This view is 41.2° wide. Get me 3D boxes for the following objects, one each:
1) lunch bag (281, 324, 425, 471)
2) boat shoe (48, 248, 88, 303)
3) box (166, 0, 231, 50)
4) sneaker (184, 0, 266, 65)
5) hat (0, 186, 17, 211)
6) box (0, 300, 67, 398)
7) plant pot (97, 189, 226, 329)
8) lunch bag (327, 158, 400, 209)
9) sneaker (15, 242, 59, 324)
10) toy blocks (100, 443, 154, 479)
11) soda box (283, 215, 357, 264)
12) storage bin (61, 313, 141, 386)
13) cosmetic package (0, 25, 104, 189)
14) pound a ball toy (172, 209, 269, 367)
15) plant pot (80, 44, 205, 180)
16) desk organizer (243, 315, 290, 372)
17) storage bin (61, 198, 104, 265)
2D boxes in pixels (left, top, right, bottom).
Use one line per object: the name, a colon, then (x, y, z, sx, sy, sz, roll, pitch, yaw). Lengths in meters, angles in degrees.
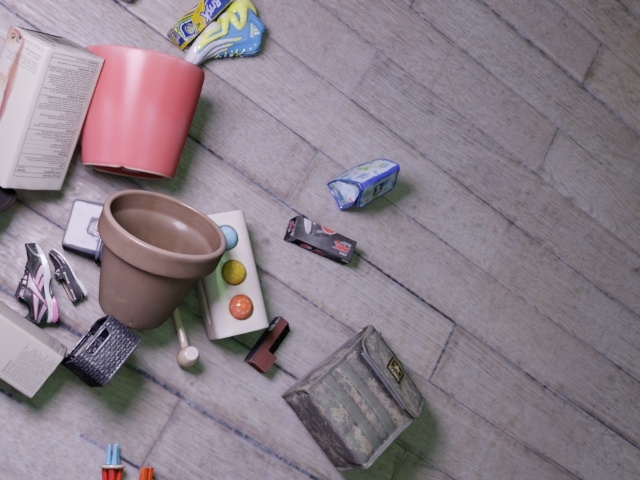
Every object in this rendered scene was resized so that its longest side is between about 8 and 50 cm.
lunch bag: (0.100, 0.359, 1.991, 0.287, 0.169, 0.235, -38, 94, -33)
boat shoe: (-0.545, 0.076, 1.812, 0.038, 0.046, 0.125, -37, 105, -30)
box: (-0.287, -0.531, 2.024, 0.054, 0.059, 0.169, 44, 67, -14)
sneaker: (-0.213, -0.472, 2.031, 0.126, 0.091, 0.240, 44, 66, -12)
hat: (-0.772, -0.093, 1.651, 0.331, 0.331, 0.134, 27, 108, -18)
box: (-0.652, 0.187, 1.700, 0.275, 0.094, 0.113, 40, 89, -13)
plant pot: (-0.357, 0.054, 1.778, 0.263, 0.263, 0.229, 16, 116, -21)
lunch bag: (0.112, -0.142, 2.087, 0.129, 0.151, 0.096, -31, 94, -26)
sneaker: (-0.598, 0.092, 1.771, 0.077, 0.072, 0.178, -12, 85, -23)
toy blocks: (-0.404, 0.504, 1.796, 0.123, 0.054, 0.148, 6, 78, -23)
soda box: (0.000, 0.000, 2.066, 0.169, 0.053, 0.060, 24, 72, -20)
storage bin: (-0.452, 0.229, 1.751, 0.084, 0.180, 0.122, 42, 67, -12)
cosmetic package: (-0.571, -0.260, 1.711, 0.153, 0.129, 0.296, -1, 118, -59)
pound a ball toy: (-0.238, 0.107, 1.895, 0.208, 0.136, 0.319, -10, 85, -26)
plant pot: (-0.395, -0.263, 1.832, 0.275, 0.275, 0.243, 8, 87, -23)
desk organizer: (-0.115, 0.242, 1.976, 0.050, 0.047, 0.130, 42, 67, -15)
storage bin: (-0.498, -0.025, 1.829, 0.091, 0.098, 0.135, 14, 75, -11)
